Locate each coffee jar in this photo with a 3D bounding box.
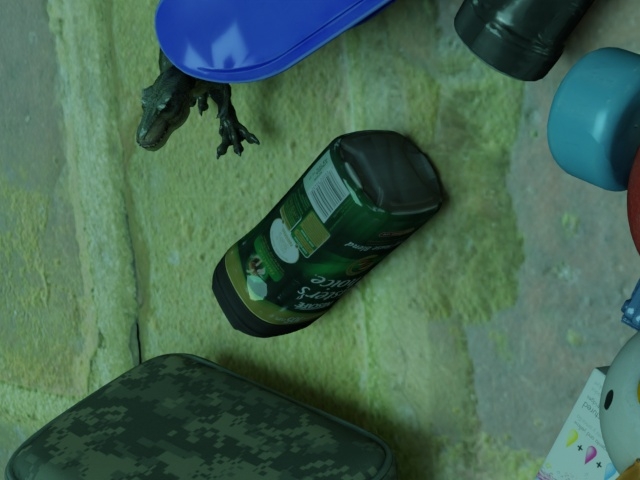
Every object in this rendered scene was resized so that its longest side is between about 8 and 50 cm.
[{"bbox_3d":[0.000,0.000,0.908,0.184,0.096,0.079,-44,67,39],"label":"coffee jar"}]

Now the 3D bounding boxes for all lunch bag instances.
[{"bbox_3d":[-0.078,0.263,0.960,0.305,0.213,0.256,16,126,41],"label":"lunch bag"}]

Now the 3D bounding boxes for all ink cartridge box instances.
[{"bbox_3d":[0.187,0.181,0.771,0.104,0.062,0.181,41,120,39],"label":"ink cartridge box"}]

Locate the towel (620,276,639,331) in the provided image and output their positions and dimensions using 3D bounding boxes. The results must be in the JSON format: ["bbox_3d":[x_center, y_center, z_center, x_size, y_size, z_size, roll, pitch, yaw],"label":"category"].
[{"bbox_3d":[0.247,0.048,0.737,0.119,0.029,0.067,32,93,33],"label":"towel"}]

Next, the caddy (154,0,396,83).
[{"bbox_3d":[-0.010,-0.260,0.811,0.341,0.179,0.241,-26,105,42],"label":"caddy"}]

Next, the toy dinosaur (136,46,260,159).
[{"bbox_3d":[-0.098,-0.136,0.955,0.064,0.268,0.118,-16,129,8],"label":"toy dinosaur"}]

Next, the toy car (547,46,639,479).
[{"bbox_3d":[0.204,0.058,0.620,0.219,0.210,0.238,30,92,43],"label":"toy car"}]

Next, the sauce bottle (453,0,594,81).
[{"bbox_3d":[0.190,-0.241,0.677,0.111,0.111,0.344,51,128,21],"label":"sauce bottle"}]
